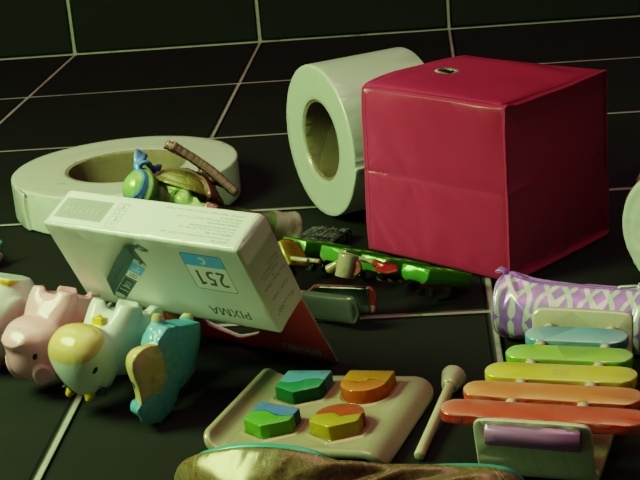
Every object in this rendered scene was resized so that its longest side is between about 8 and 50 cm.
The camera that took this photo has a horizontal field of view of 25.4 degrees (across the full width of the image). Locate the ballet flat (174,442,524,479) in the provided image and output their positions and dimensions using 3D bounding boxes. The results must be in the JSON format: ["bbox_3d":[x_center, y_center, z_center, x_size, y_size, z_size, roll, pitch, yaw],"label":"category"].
[{"bbox_3d":[0.019,0.257,1.271,0.342,0.116,0.124,3,39,12],"label":"ballet flat"}]

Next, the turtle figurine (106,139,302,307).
[{"bbox_3d":[-0.167,0.014,1.983,0.266,0.274,0.198,9,-39,-43],"label":"turtle figurine"}]

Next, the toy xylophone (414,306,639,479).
[{"bbox_3d":[0.223,0.164,1.500,0.236,0.081,0.322,-1,19,12],"label":"toy xylophone"}]

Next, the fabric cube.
[{"bbox_3d":[0.239,-0.114,2.046,0.258,0.259,0.254,13,25,43],"label":"fabric cube"}]

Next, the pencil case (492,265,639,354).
[{"bbox_3d":[0.308,0.084,1.705,0.206,0.088,0.086,4,18,27],"label":"pencil case"}]

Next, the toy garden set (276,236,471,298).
[{"bbox_3d":[0.044,0.040,1.905,0.244,0.049,0.204,13,4,37],"label":"toy garden set"}]

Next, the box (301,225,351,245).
[{"bbox_3d":[0.000,0.000,2.139,0.067,0.018,0.083,4,20,25],"label":"box"}]

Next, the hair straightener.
[{"bbox_3d":[-0.043,0.081,1.865,0.230,0.047,0.089,8,22,33],"label":"hair straightener"}]

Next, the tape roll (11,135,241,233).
[{"bbox_3d":[-0.331,-0.097,2.430,0.392,0.072,0.392,-5,19,2],"label":"tape roll"}]

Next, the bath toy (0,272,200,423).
[{"bbox_3d":[-0.310,0.122,1.693,0.348,0.129,0.151,11,3,35],"label":"bath toy"}]

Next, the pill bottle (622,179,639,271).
[{"bbox_3d":[0.561,-0.042,1.891,0.301,0.169,0.169,-16,22,-32],"label":"pill bottle"}]

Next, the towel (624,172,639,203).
[{"bbox_3d":[0.620,-0.078,2.176,0.282,0.049,0.187,1,18,21],"label":"towel"}]

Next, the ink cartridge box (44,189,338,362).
[{"bbox_3d":[-0.153,0.063,1.703,0.296,0.261,0.066,8,50,34],"label":"ink cartridge box"}]

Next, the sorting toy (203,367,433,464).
[{"bbox_3d":[0.001,0.184,1.561,0.208,0.038,0.193,3,20,21],"label":"sorting toy"}]

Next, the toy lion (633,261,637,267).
[{"bbox_3d":[0.468,0.014,1.972,0.096,0.034,0.100,-23,24,-25],"label":"toy lion"}]

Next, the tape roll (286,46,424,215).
[{"bbox_3d":[0.071,-0.173,2.255,0.169,0.246,0.246,-14,21,-24],"label":"tape roll"}]

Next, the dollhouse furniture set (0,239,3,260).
[{"bbox_3d":[-0.610,0.043,2.097,0.286,0.198,0.303,35,6,31],"label":"dollhouse furniture set"}]
